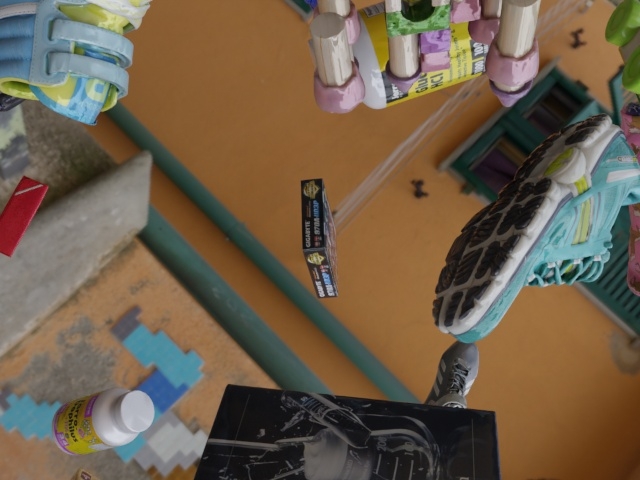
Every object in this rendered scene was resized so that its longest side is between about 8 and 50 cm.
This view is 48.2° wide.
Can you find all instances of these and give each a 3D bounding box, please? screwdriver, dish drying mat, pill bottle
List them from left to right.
[{"bbox_3d":[-0.440,-0.157,0.919,0.170,0.024,0.025,-53,152,-42],"label":"screwdriver"},{"bbox_3d":[-0.315,-0.026,0.740,0.008,0.032,0.083,100,14,-75],"label":"dish drying mat"},{"bbox_3d":[-0.165,0.137,0.547,0.083,0.043,0.043,-22,-176,34],"label":"pill bottle"},{"bbox_3d":[0.154,-0.358,1.336,0.333,0.188,0.188,-19,168,1],"label":"pill bottle"}]

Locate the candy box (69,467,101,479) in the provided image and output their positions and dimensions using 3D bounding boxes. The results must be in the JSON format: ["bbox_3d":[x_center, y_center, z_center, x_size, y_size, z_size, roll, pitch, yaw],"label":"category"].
[{"bbox_3d":[-0.298,0.454,0.966,0.088,0.183,0.316,-53,-167,0],"label":"candy box"}]

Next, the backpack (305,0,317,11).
[{"bbox_3d":[0.006,-0.485,1.337,0.101,0.098,0.120,-12,159,-14],"label":"backpack"}]

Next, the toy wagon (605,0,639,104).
[{"bbox_3d":[0.475,-0.206,0.866,0.344,0.267,0.068,-79,-169,-49],"label":"toy wagon"}]

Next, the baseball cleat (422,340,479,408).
[{"bbox_3d":[0.218,0.243,1.150,0.206,0.072,0.109,-58,-171,-23],"label":"baseball cleat"}]

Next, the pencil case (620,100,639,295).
[{"bbox_3d":[0.656,-0.080,1.352,0.167,0.160,0.386,-24,112,-40],"label":"pencil case"}]

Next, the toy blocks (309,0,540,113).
[{"bbox_3d":[0.126,-0.300,0.961,0.288,0.309,0.260,-8,151,5],"label":"toy blocks"}]

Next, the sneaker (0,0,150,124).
[{"bbox_3d":[-0.179,-0.224,0.654,0.318,0.208,0.127,-18,167,22],"label":"sneaker"}]

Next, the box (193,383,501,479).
[{"bbox_3d":[0.019,0.338,0.715,0.343,0.312,0.179,-76,167,-56],"label":"box"}]

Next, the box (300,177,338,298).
[{"bbox_3d":[0.000,0.000,1.544,0.051,0.175,0.220,-6,149,6],"label":"box"}]

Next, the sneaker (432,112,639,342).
[{"bbox_3d":[0.204,-0.004,0.620,0.275,0.110,0.107,-42,-173,-25],"label":"sneaker"}]
